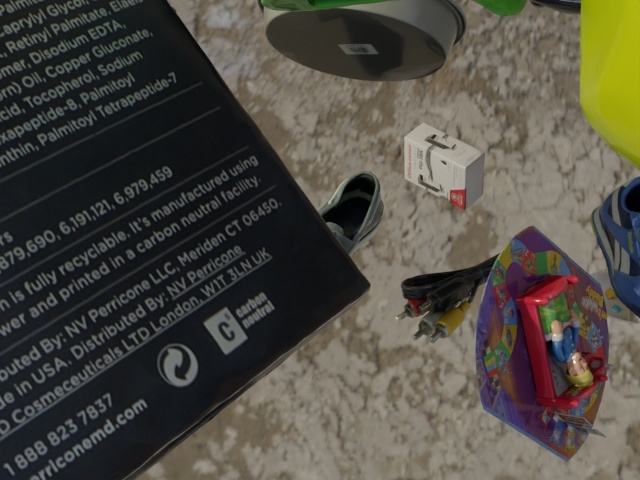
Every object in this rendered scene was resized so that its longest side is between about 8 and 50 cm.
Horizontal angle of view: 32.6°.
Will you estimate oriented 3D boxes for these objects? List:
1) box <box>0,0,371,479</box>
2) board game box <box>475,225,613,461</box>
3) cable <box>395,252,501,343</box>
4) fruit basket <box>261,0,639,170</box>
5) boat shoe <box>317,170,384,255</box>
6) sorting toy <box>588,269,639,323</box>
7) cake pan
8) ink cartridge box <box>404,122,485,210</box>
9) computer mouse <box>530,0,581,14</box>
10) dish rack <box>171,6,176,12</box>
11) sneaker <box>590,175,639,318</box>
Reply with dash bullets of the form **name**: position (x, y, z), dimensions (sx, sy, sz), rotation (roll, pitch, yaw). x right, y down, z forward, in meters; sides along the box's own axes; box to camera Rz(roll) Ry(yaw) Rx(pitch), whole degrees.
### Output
- **box**: position (-0.303, -0.012, 0.744), dimensions (0.472, 0.297, 0.480), rotation (54, 142, 0)
- **board game box**: position (0.167, 0.070, 0.738), dimensions (0.033, 0.133, 0.168), rotation (-1, 153, 43)
- **cable**: position (0.256, 0.082, 1.913), dimensions (0.139, 0.287, 0.072), rotation (34, 140, 47)
- **fruit basket**: position (0.173, -0.147, 0.510), dimensions (0.392, 0.283, 0.392), rotation (2, 84, -14)
- **boat shoe**: position (0.000, 0.000, 1.729), dimensions (0.116, 0.319, 0.099), rotation (29, 138, 18)
- **sorting toy**: position (0.418, 0.076, 1.573), dimensions (0.075, 0.045, 0.083), rotation (4, 84, -4)
- **cake pan**: position (0.053, -0.289, 1.502), dimensions (0.293, 0.293, 0.054), rotation (7, 78, 8)
- **ink cartridge box**: position (0.211, -0.127, 1.877), dimensions (0.135, 0.056, 0.099), rotation (31, 144, 32)
- **computer mouse**: position (0.350, -0.371, 1.648), dimensions (0.262, 0.184, 0.060), rotation (-2, 106, 9)
- **dish rack**: position (-0.299, -0.408, 1.779), dimensions (0.074, 0.208, 0.272), rotation (1, 132, 4)
- **sneaker**: position (0.263, 0.009, 0.880), dimensions (0.053, 0.144, 0.059), rotation (6, 136, -25)
